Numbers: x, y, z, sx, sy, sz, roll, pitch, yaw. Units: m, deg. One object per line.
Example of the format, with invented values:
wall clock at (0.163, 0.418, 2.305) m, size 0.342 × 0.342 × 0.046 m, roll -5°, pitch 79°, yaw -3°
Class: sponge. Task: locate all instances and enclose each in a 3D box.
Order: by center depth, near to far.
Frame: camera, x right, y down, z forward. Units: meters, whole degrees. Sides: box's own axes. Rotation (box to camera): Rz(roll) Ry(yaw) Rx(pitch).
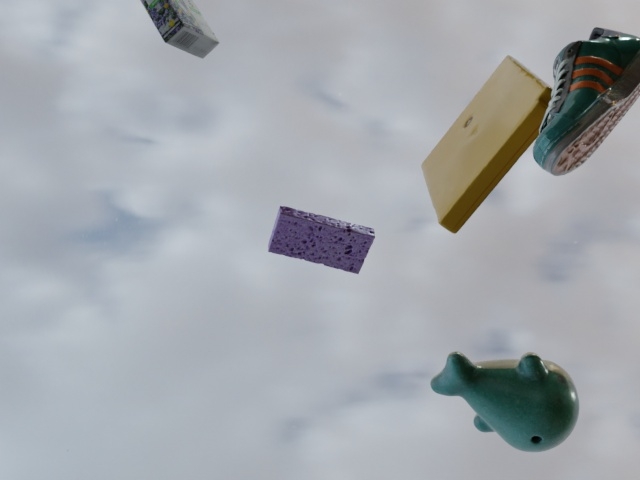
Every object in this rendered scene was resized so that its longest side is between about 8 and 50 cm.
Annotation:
sponge at (0.000, 0.000, 1.522) m, size 0.210 × 0.117 × 0.031 m, roll 14°, pitch -139°, yaw -10°

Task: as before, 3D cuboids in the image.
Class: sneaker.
sneaker at (0.363, -0.203, 1.005) m, size 0.121 × 0.108 × 0.302 m, roll 35°, pitch -123°, yaw 22°

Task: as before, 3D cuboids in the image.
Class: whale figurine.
whale figurine at (0.343, 0.298, 1.314) m, size 0.272 × 0.216 × 0.141 m, roll 20°, pitch -144°, yaw -10°

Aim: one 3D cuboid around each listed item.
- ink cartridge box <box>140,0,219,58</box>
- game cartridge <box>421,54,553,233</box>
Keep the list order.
ink cartridge box at (-0.155, -0.244, 0.728) m, size 0.115 × 0.029 × 0.063 m, roll 59°, pitch -159°, yaw 16°
game cartridge at (0.300, -0.185, 1.303) m, size 0.053 × 0.285 × 0.323 m, roll 32°, pitch -158°, yaw -13°
